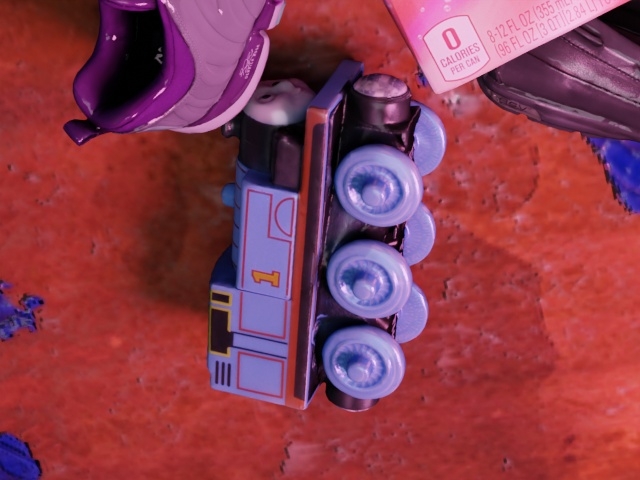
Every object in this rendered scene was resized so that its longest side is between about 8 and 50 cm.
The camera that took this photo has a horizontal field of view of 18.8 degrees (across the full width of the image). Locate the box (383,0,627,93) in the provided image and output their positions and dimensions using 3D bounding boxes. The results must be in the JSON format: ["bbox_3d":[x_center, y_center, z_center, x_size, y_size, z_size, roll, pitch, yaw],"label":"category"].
[{"bbox_3d":[0.137,-0.205,0.730,0.300,0.142,0.154,-25,114,9],"label":"box"}]

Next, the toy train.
[{"bbox_3d":[0.000,0.000,0.942,0.105,0.080,0.184,10,120,11],"label":"toy train"}]

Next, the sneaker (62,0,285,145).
[{"bbox_3d":[-0.046,-0.139,0.833,0.083,0.098,0.223,29,117,21],"label":"sneaker"}]

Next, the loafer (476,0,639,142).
[{"bbox_3d":[0.181,-0.076,0.869,0.223,0.076,0.078,15,130,3],"label":"loafer"}]
